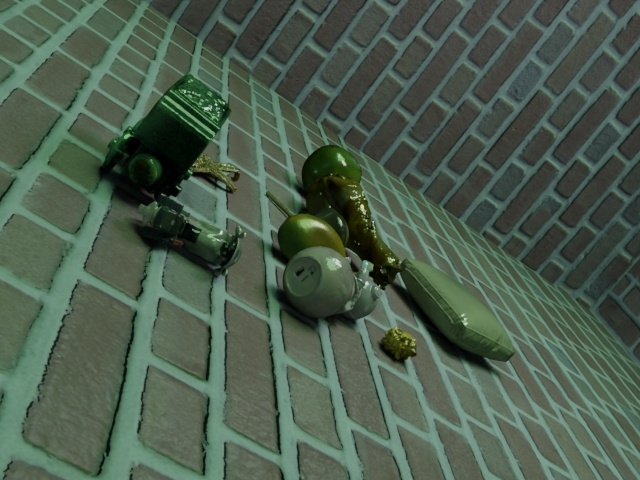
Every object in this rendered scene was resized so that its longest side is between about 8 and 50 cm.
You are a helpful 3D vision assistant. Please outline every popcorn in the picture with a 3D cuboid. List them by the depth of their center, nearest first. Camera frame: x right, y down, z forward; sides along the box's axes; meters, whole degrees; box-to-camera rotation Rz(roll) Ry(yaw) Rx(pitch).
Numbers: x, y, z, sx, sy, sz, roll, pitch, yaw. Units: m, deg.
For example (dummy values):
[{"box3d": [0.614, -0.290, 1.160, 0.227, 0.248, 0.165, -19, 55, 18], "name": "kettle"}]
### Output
[{"box3d": [0.174, 0.226, 1.824, 0.083, 0.057, 0.082, 40, 8, 22], "name": "popcorn"}]

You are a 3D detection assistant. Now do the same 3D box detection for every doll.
[{"box3d": [0.035, 0.101, 1.748, 0.151, 0.151, 0.287, 46, 11, 29], "name": "doll"}]

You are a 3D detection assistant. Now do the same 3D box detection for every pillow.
[{"box3d": [0.359, 0.185, 2.242, 0.255, 0.120, 0.322, 27, 16, -41], "name": "pillow"}]

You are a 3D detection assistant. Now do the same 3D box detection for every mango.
[{"box3d": [-0.015, 0.014, 1.908, 0.191, 0.122, 0.085, 36, -25, -29], "name": "mango"}]

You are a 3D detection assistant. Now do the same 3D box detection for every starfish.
[{"box3d": [-0.282, -0.190, 2.028, 0.210, 0.053, 0.150, 32, 11, -14], "name": "starfish"}]

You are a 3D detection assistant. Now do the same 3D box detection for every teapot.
[{"box3d": [0.000, 0.000, 2.009, 0.119, 0.130, 0.165, 6, 64, -37], "name": "teapot"}]

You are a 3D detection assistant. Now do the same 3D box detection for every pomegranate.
[{"box3d": [0.045, -0.174, 2.488, 0.187, 0.187, 0.225, 23, 24, -42], "name": "pomegranate"}]

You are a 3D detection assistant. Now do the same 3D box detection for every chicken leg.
[{"box3d": [0.088, -0.027, 2.227, 0.153, 0.201, 0.429, -7, 46, -32], "name": "chicken leg"}]

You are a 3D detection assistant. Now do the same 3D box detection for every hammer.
[{"box3d": [-0.076, -0.069, 2.190, 0.195, 0.028, 0.060, 45, 11, 30], "name": "hammer"}]

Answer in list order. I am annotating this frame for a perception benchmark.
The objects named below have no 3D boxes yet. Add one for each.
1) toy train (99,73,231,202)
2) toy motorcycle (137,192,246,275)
[{"box3d": [-0.301, -0.206, 1.677, 0.167, 0.238, 0.299, 37, 16, -12], "name": "toy train"}, {"box3d": [-0.228, -0.009, 1.546, 0.221, 0.102, 0.150, 28, -3, -40], "name": "toy motorcycle"}]
